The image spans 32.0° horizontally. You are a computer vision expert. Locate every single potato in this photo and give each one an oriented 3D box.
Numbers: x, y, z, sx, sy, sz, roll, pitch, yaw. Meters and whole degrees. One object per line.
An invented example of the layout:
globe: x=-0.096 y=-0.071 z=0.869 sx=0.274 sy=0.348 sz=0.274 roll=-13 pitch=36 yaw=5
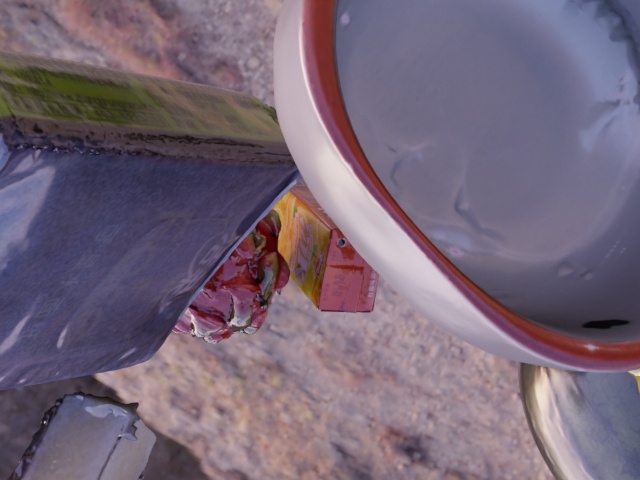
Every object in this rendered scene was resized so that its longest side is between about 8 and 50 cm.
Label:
potato: x=-0.180 y=0.179 z=0.842 sx=0.086 sy=0.122 sz=0.061 roll=10 pitch=149 yaw=25

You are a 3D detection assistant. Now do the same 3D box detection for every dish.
dish: x=0.092 y=-0.067 z=0.512 sx=0.256 sy=0.256 sz=0.117 roll=37 pitch=160 yaw=-13

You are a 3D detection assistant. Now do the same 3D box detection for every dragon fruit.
dragon fruit: x=-0.110 y=0.022 z=1.226 sx=0.160 sy=0.166 sz=0.172 roll=5 pitch=157 yaw=-42

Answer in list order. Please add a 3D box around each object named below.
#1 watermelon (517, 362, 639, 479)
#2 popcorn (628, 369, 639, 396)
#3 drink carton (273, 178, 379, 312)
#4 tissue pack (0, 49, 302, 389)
watermelon: x=0.309 y=0.127 z=0.894 sx=0.359 sy=0.279 sz=0.279 roll=49 pitch=144 yaw=1
popcorn: x=0.290 y=0.089 z=0.644 sx=0.266 sy=0.233 sz=0.192 roll=15 pitch=152 yaw=-23
drink carton: x=0.000 y=0.000 z=1.275 sx=0.071 sy=0.096 sz=0.223 roll=3 pitch=-164 yaw=-20
tissue pack: x=-0.210 y=-0.007 z=0.891 sx=0.288 sy=0.394 sz=0.124 roll=-47 pitch=72 yaw=20
